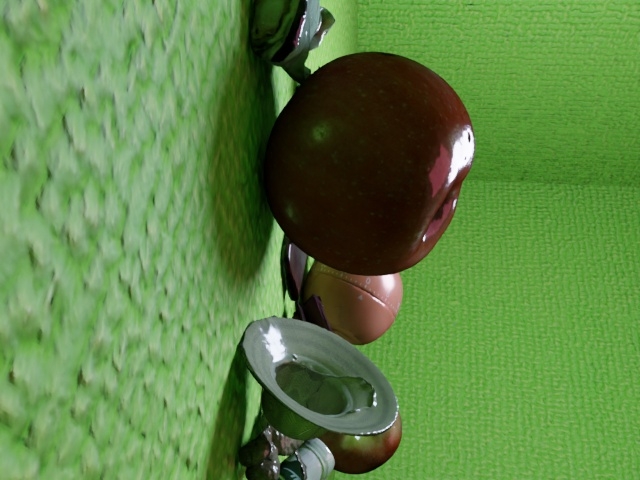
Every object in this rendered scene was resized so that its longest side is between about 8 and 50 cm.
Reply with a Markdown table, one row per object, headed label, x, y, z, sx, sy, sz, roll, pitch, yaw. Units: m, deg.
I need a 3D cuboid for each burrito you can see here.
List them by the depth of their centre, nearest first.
| label | x | y | z | sx | sy | sz | roll | pitch | yaw |
| --- | --- | --- | --- | --- | --- | --- | --- | --- | --- |
| burrito | -0.040 | -0.300 | 0.924 | 0.229 | 0.089 | 0.144 | -7 | 115 | -83 |

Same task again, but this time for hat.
| label | x | y | z | sx | sy | sz | roll | pitch | yaw |
| --- | --- | --- | --- | --- | --- | --- | --- | --- | --- |
| hat | -0.023 | 0.224 | 0.924 | 0.110 | 0.252 | 0.252 | -62 | -177 | 19 |

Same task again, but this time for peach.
| label | x | y | z | sx | sy | sz | roll | pitch | yaw |
| --- | --- | --- | --- | --- | --- | --- | --- | --- | --- |
| peach | 0.068 | 0.443 | 1.572 | 0.252 | 0.252 | 0.252 | 3 | 90 | -84 |

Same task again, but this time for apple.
| label | x | y | z | sx | sy | sz | roll | pitch | yaw |
| --- | --- | --- | --- | --- | --- | --- | --- | --- | --- |
| apple | 0.076 | -0.110 | 0.984 | 0.348 | 0.277 | 0.348 | -48 | 158 | -27 |

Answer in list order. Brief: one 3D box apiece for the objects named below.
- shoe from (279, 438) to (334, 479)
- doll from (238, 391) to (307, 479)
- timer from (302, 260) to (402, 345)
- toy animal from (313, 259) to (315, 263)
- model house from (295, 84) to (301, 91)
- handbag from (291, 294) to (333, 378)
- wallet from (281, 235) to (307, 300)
| label | x | y | z | sx | sy | sz | roll | pitch | yaw |
| --- | --- | --- | --- | --- | --- | --- | --- | --- | --- |
| shoe | -0.059 | 0.469 | 1.189 | 0.110 | 0.095 | 0.265 | -24 | 142 | -43 |
| doll | -0.060 | 0.310 | 1.032 | 0.202 | 0.091 | 0.286 | 53 | 12 | -23 |
| timer | 0.074 | 0.123 | 1.506 | 0.229 | 0.230 | 0.215 | 80 | 31 | -66 |
| toy animal | 0.003 | 0.009 | 1.594 | 0.253 | 0.070 | 0.079 | 89 | 23 | -59 |
| model house | 0.045 | -0.253 | 1.303 | 0.170 | 0.194 | 0.211 | -103 | 179 | -60 |
| handbag | -0.011 | 0.242 | 1.251 | 0.216 | 0.074 | 0.203 | -117 | -156 | -49 |
| wallet | -0.042 | -0.015 | 1.291 | 0.255 | 0.031 | 0.137 | -81 | 172 | -46 |
